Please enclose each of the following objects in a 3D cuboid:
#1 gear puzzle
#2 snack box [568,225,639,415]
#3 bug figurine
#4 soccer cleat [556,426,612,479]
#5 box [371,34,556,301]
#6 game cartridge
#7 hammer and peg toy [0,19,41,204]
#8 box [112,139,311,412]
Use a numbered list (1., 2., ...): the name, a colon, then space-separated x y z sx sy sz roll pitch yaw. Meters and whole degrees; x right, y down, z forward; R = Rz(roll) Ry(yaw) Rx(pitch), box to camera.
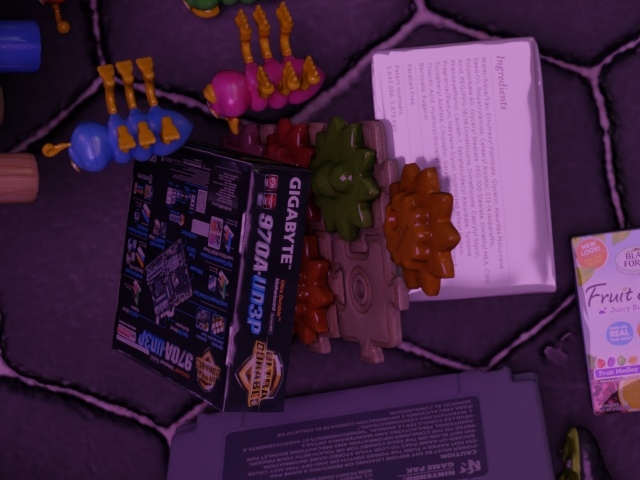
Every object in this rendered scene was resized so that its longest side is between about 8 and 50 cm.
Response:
1. gear puzzle: 0.000 0.000 1.208 0.044 0.339 0.175 -7 96 -28
2. snack box: 0.251 0.060 1.323 0.100 0.037 0.141 -7 94 5
3. bug figurine: -0.111 -0.149 1.271 0.216 0.279 0.072 -10 138 -9
4. soccer cleat: 0.230 0.226 1.334 0.072 0.060 0.179 -13 100 -4
5. box: 0.105 -0.055 1.253 0.119 0.181 0.182 -5 95 5
6. game cartridge: 0.028 0.185 1.276 0.294 0.196 0.060 -9 117 6
7. hammer and peg toy: -0.271 -0.206 1.200 0.127 0.266 0.361 -1 112 -18
8. box: -0.086 0.018 1.262 0.051 0.220 0.175 4 96 -28
